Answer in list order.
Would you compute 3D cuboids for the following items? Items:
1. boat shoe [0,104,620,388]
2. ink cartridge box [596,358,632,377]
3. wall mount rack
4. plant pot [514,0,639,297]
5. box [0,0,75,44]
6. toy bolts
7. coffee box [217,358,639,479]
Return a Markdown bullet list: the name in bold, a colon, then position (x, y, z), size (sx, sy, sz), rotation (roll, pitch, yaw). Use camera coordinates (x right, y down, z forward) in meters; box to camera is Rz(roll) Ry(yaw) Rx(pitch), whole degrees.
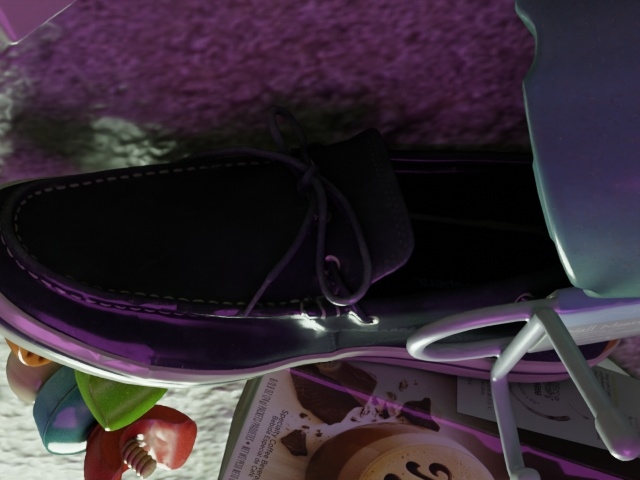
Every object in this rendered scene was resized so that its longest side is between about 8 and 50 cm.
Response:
- **boat shoe**: position (0.000, 0.000, 1.275), size (0.500, 0.187, 0.156), rotation (4, 137, -18)
- **ink cartridge box**: position (0.169, 0.146, 1.533), size (0.148, 0.086, 0.203), rotation (-30, 134, 27)
- **wall mount rack**: position (0.241, 0.080, 1.157), size (0.350, 0.130, 0.304), rotation (-8, 167, -7)
- **plant pot**: position (0.300, -0.107, 1.069), size (0.334, 0.341, 0.341), rotation (-8, 141, 17)
- **box**: position (-0.184, -0.234, 0.905), size (0.127, 0.148, 0.232), rotation (-38, 119, -12)
- **toy bolts**: position (-0.158, 0.072, 1.419), size (0.218, 0.158, 0.228), rotation (-31, 151, -39)
- **coffee box**: position (0.087, 0.156, 1.393), size (0.297, 0.119, 0.168), rotation (18, 128, -4)
